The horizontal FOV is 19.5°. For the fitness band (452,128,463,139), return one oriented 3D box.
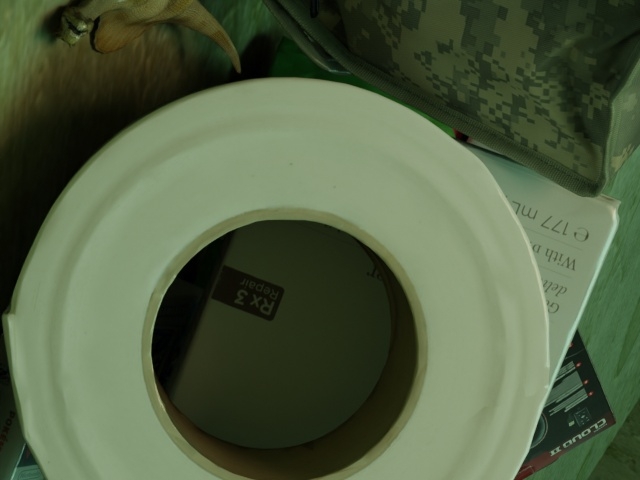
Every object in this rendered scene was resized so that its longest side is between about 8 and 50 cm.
[{"bbox_3d":[0.122,-0.202,1.522,0.291,0.054,0.209,-66,162,0],"label":"fitness band"}]

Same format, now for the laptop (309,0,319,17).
[{"bbox_3d":[0.103,-0.384,0.881,0.408,0.236,0.382,-28,150,-16],"label":"laptop"}]

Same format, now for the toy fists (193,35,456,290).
[{"bbox_3d":[0.000,0.000,1.273,0.096,0.142,0.279,-73,-177,-75],"label":"toy fists"}]

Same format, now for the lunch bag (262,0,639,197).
[{"bbox_3d":[0.103,-0.192,1.097,0.235,0.287,0.169,-47,158,-40],"label":"lunch bag"}]

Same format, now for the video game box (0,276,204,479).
[{"bbox_3d":[-0.154,0.110,1.153,0.187,0.048,0.205,-66,163,7],"label":"video game box"}]

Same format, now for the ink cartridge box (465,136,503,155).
[{"bbox_3d":[0.152,-0.044,1.760,0.385,0.091,0.308,-58,179,38],"label":"ink cartridge box"}]

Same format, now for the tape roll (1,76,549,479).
[{"bbox_3d":[-0.025,0.053,1.005,0.100,0.286,0.286,-140,-106,-82],"label":"tape roll"}]

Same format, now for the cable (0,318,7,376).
[{"bbox_3d":[-0.228,0.119,0.968,0.184,0.047,0.151,-40,155,-62],"label":"cable"}]

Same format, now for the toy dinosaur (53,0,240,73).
[{"bbox_3d":[-0.088,-0.139,1.029,0.093,0.053,0.183,-54,159,20],"label":"toy dinosaur"}]

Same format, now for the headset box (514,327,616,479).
[{"bbox_3d":[0.122,0.127,1.619,0.218,0.110,0.293,-31,145,1],"label":"headset box"}]

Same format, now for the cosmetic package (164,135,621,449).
[{"bbox_3d":[0.007,0.114,1.148,0.156,0.217,0.385,-116,-134,-84],"label":"cosmetic package"}]
